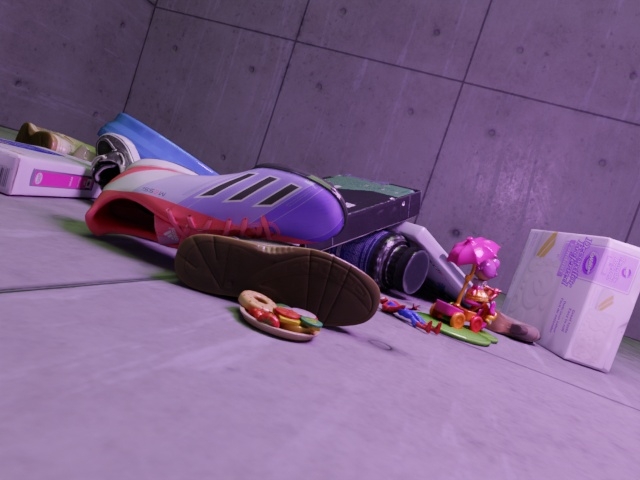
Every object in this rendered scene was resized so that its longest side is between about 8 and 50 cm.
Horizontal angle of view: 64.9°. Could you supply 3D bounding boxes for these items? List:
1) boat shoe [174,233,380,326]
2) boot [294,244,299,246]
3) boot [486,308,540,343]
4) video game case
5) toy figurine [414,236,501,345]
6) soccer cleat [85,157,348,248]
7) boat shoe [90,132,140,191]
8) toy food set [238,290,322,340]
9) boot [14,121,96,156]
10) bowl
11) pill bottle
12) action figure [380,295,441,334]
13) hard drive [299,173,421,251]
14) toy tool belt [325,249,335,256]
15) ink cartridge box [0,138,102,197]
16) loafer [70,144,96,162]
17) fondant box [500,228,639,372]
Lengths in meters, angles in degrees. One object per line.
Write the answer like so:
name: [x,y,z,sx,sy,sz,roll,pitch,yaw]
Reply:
boat shoe: [-0.044,0.035,0.558,0.223,0.080,0.073,13,9,-9]
boot: [-0.147,-0.010,0.779,0.258,0.095,0.123,9,12,-15]
boot: [0.375,0.172,1.002,0.087,0.042,0.118,24,0,-44]
video game case: [0.225,0.046,1.212,0.300,0.036,0.329,45,-8,-26]
toy figurine: [0.253,0.076,0.823,0.173,0.159,0.130,17,4,-35]
soccer cleat: [-0.126,-0.029,0.598,0.318,0.109,0.116,9,38,20]
boat shoe: [-0.360,-0.124,0.885,0.070,0.078,0.219,16,29,-54]
toy food set: [-0.037,0.073,0.484,0.082,0.020,0.083,17,3,-19]
boot: [-0.605,-0.202,1.217,0.261,0.095,0.203,15,-3,41]
bowl: [-0.330,-0.163,1.194,0.391,0.077,0.391,33,-4,3]
pill bottle: [0.111,0.032,1.061,0.219,0.123,0.122,22,5,39]
action figure: [0.130,0.109,0.766,0.038,0.030,0.115,9,7,-40]
hard drive: [0.017,-0.067,1.049,0.338,0.064,0.236,-20,29,-40]
toy tool belt: [0.019,0.053,0.949,0.051,0.052,0.083,50,1,-11]
ink cartridge box: [-0.498,-0.129,0.869,0.175,0.069,0.371,18,6,-1]
loafer: [-0.436,-0.141,1.140,0.268,0.092,0.101,15,5,-43]
fondant box: [0.519,0.107,1.072,0.096,0.239,0.330,19,3,-4]
